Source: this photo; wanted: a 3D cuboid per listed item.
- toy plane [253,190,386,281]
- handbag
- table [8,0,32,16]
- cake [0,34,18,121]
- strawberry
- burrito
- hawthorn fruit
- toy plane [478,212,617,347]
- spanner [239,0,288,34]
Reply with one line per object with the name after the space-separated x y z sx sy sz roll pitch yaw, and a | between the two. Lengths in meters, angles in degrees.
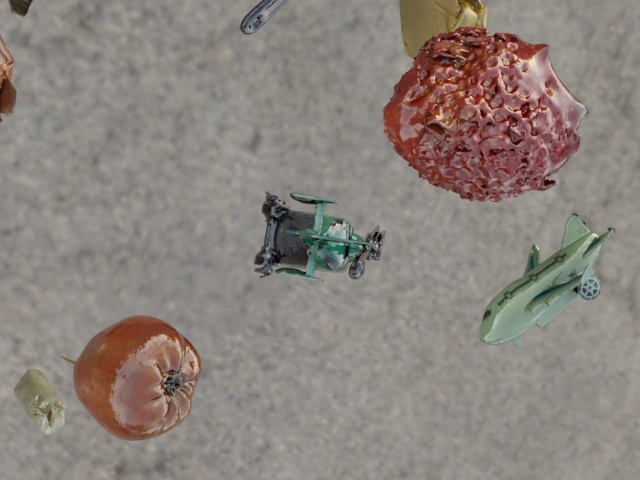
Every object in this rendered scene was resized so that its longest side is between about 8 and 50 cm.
0.000 0.000 1.667 0.381 0.155 0.106 35 63 -84 | toy plane
0.201 -0.459 2.235 0.133 0.283 0.401 -10 117 -5 | handbag
-0.322 -0.297 1.489 0.083 0.082 0.070 27 131 -21 | table
-0.447 -0.232 1.718 0.098 0.287 0.135 -2 138 -29 | cake
0.144 -0.120 1.388 0.201 0.184 0.187 -15 81 -44 | strawberry
-0.420 0.237 2.098 0.058 0.188 0.045 -25 113 -16 | burrito
-0.183 0.138 1.378 0.140 0.125 0.125 -30 154 27 | hawthorn fruit
0.111 0.023 0.688 0.033 0.080 0.083 44 88 -13 | toy plane
0.013 -0.372 1.768 0.316 0.024 0.087 -44 165 -6 | spanner
